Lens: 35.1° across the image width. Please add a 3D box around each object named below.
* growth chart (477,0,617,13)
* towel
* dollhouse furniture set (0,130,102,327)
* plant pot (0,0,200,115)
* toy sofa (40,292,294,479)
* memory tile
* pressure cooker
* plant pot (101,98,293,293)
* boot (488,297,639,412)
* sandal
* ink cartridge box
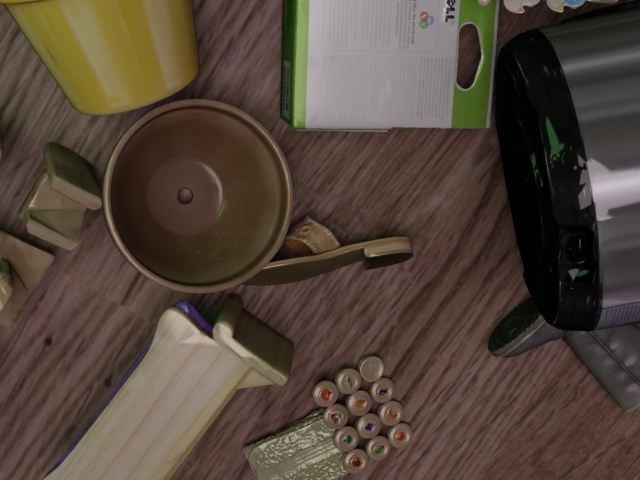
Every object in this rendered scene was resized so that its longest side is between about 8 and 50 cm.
[{"bbox_3d":[0.300,-0.334,1.227,0.237,0.172,0.021,-3,139,0],"label":"growth chart"},{"bbox_3d":[-0.024,0.307,1.426,0.148,0.027,0.110,-27,104,4],"label":"towel"},{"bbox_3d":[-0.542,-0.029,1.269,0.394,0.256,0.362,28,102,-29],"label":"dollhouse furniture set"},{"bbox_3d":[-0.254,-0.287,1.180,0.254,0.254,0.239,-15,120,2],"label":"plant pot"},{"bbox_3d":[-0.206,0.239,1.342,0.177,0.150,0.362,36,100,-4],"label":"toy sofa"},{"bbox_3d":[0.060,0.242,1.405,0.113,0.012,0.148,-26,104,-13],"label":"memory tile"},{"bbox_3d":[0.436,-0.095,1.171,0.420,0.370,0.376,-10,107,4],"label":"pressure cooker"},{"bbox_3d":[-0.162,-0.055,1.276,0.237,0.109,0.237,-1,92,-20],"label":"plant pot"},{"bbox_3d":[0.360,0.157,1.387,0.189,0.076,0.208,-39,108,9],"label":"boot"},{"bbox_3d":[-0.001,0.002,1.343,0.240,0.088,0.079,-8,72,-7],"label":"sandal"},{"bbox_3d":[0.084,-0.234,1.267,0.255,0.097,0.189,0,103,-12],"label":"ink cartridge box"}]
